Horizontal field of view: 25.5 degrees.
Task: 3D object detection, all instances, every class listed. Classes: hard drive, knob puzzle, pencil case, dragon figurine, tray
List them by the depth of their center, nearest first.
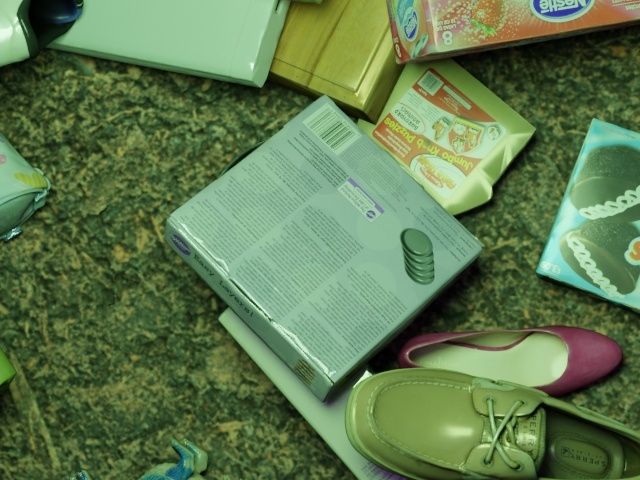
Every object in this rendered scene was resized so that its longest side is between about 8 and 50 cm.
[{"bbox_3d":[-0.143,0.318,1.580,0.289,0.085,0.144,31,90,15],"label":"dragon figurine"},{"bbox_3d":[0.123,-0.104,1.625,0.213,0.030,0.213,-2,80,14],"label":"knob puzzle"},{"bbox_3d":[0.057,-0.362,1.637,0.203,0.076,0.411,25,86,18],"label":"tray"},{"bbox_3d":[-0.176,-0.300,1.645,0.307,0.040,0.203,13,81,25],"label":"hard drive"},{"bbox_3d":[-0.438,-0.126,1.668,0.124,0.113,0.273,-37,79,-12],"label":"pencil case"}]

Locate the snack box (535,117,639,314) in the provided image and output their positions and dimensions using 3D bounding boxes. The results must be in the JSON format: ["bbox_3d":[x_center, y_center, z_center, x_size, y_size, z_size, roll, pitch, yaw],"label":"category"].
[{"bbox_3d":[0.420,0.008,1.557,0.322,0.060,0.187,20,86,10],"label":"snack box"}]

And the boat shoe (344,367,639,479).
[{"bbox_3d":[0.192,0.197,1.465,0.341,0.110,0.122,12,73,-21],"label":"boat shoe"}]

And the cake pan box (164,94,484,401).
[{"bbox_3d":[0.000,0.000,1.529,0.267,0.070,0.246,44,62,9],"label":"cake pan box"}]

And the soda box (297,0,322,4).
[{"bbox_3d":[-0.080,-0.307,1.550,0.181,0.058,0.061,12,80,26],"label":"soda box"}]

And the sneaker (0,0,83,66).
[{"bbox_3d":[-0.374,-0.300,1.647,0.182,0.127,0.315,-12,51,-7],"label":"sneaker"}]

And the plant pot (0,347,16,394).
[{"bbox_3d":[-0.490,0.118,1.586,0.276,0.276,0.254,-41,91,1],"label":"plant pot"}]

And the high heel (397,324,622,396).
[{"bbox_3d":[0.207,0.126,1.541,0.244,0.117,0.082,1,80,8],"label":"high heel"}]

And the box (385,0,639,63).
[{"bbox_3d":[0.228,-0.286,1.523,0.300,0.154,0.142,-11,95,-14],"label":"box"}]

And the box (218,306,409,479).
[{"bbox_3d":[0.016,0.160,1.569,0.094,0.113,0.275,-42,80,0],"label":"box"}]
